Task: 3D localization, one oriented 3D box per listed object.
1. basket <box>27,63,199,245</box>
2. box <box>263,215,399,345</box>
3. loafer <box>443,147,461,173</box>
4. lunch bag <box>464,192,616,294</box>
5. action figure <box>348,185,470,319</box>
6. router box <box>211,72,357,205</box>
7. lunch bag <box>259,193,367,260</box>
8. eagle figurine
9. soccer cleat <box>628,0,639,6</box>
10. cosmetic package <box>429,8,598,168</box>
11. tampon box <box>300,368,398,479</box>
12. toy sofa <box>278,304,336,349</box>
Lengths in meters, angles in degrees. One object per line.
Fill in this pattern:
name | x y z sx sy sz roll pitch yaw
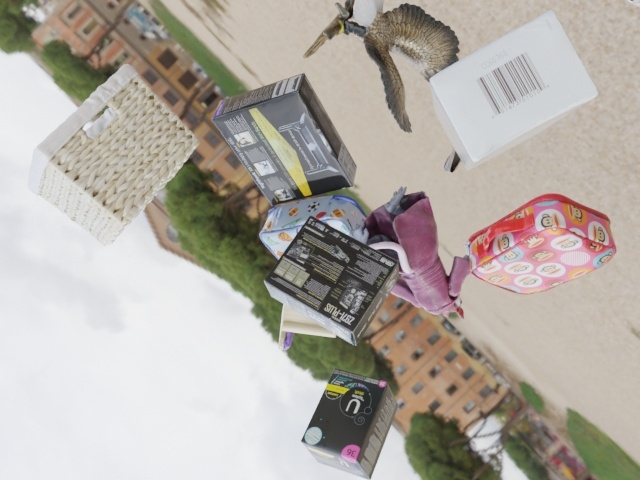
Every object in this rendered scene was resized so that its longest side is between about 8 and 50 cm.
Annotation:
basket | -0.521 -0.201 1.712 0.266 0.328 0.331 42 155 -11
box | 0.021 0.067 1.159 0.180 0.147 0.077 28 161 18
loafer | 0.368 -0.234 1.793 0.045 0.125 0.039 20 -163 -15
lunch bag | 0.478 0.013 1.531 0.258 0.293 0.120 18 -122 -26
action figure | 0.251 0.065 1.607 0.370 0.248 0.275 53 -155 -20
router box | -0.083 -0.239 1.681 0.309 0.243 0.081 57 -147 -38
lunch bag | 0.000 0.000 1.821 0.303 0.115 0.243 -8 137 34
eagle figurine | 0.156 -0.420 1.512 0.298 0.226 0.225 38 -150 1
soccer cleat | 0.525 -0.406 1.128 0.083 0.029 0.035 18 -140 -23
cosmetic package | 0.321 -0.242 1.193 0.156 0.217 0.385 62 -167 3
tampon box | 0.059 0.349 1.294 0.120 0.161 0.101 8 145 29
toy sofa | -0.031 0.186 1.938 0.150 0.177 0.362 7 -170 -3
